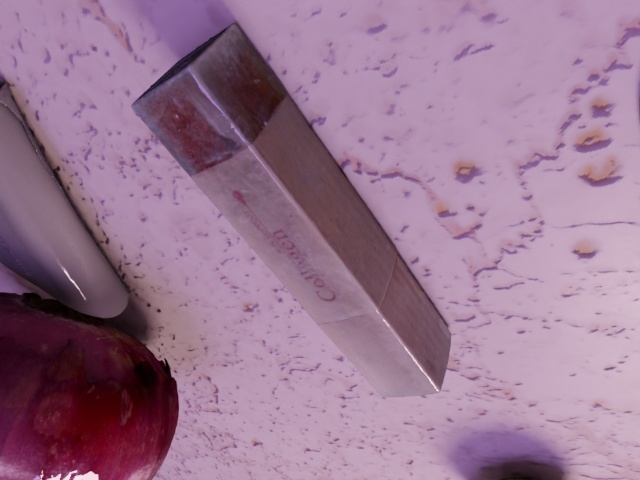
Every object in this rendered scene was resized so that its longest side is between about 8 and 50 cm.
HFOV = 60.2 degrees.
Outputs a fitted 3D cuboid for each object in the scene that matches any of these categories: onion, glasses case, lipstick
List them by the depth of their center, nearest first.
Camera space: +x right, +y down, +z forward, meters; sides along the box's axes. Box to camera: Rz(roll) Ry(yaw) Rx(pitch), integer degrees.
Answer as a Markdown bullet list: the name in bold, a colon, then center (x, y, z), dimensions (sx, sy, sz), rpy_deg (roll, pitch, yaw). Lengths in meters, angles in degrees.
- **lipstick**: center (0.000, 0.000, 0.489), dimensions (0.076, 0.080, 0.372), rpy_deg (-17, 123, 36)
- **glasses case**: center (-0.333, -0.022, 0.621), dimensions (0.128, 0.083, 0.308), rpy_deg (4, 133, 21)
- **onion**: center (-0.360, 0.216, 0.667), dimensions (0.357, 0.345, 0.358), rpy_deg (9, 148, 6)

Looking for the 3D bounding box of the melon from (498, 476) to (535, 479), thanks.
- **melon**: center (0.254, 0.383, 0.710), dimensions (0.139, 0.139, 0.192), rpy_deg (23, 140, 2)
